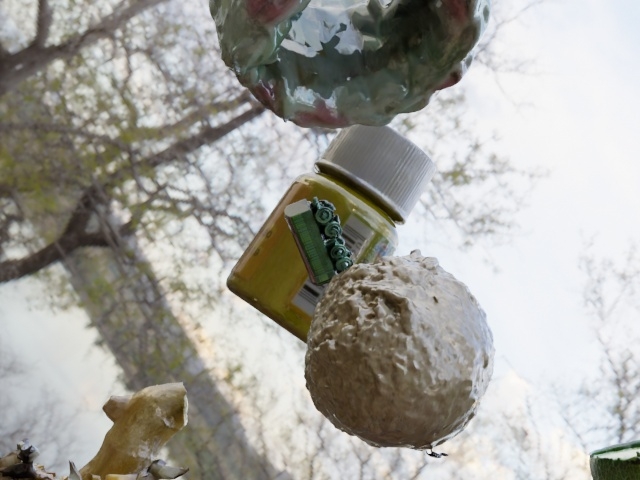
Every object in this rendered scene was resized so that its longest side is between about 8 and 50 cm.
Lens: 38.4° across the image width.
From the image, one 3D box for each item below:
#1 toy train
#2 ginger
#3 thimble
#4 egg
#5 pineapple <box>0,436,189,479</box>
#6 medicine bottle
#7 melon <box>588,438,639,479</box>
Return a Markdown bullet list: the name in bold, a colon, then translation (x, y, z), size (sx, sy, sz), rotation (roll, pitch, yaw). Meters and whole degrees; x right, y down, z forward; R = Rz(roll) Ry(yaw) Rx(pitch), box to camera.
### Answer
- **toy train**: translation (0.000, 0.000, 1.306), size (0.038, 0.070, 0.148), rotation (-97, 169, -51)
- **ginger**: translation (-0.215, 0.277, 0.934), size (0.118, 0.299, 0.065), rotation (28, -20, -5)
- **thimble**: translation (0.015, -0.192, 0.692), size (0.185, 0.210, 0.149), rotation (70, 8, -55)
- **egg**: translation (0.104, 0.148, 1.224), size (0.279, 0.279, 0.310), rotation (55, 1, 7)
- **pineapple**: translation (-0.189, 0.330, 0.611), size (0.352, 0.352, 0.300), rotation (73, 4, -45)
- **medicine bottle**: translation (0.023, -0.016, 1.619), size (0.224, 0.384, 0.224), rotation (33, -5, 3)
- **melon**: translation (0.430, 0.336, 1.162), size (0.129, 0.265, 0.169), rotation (-22, -107, 42)
